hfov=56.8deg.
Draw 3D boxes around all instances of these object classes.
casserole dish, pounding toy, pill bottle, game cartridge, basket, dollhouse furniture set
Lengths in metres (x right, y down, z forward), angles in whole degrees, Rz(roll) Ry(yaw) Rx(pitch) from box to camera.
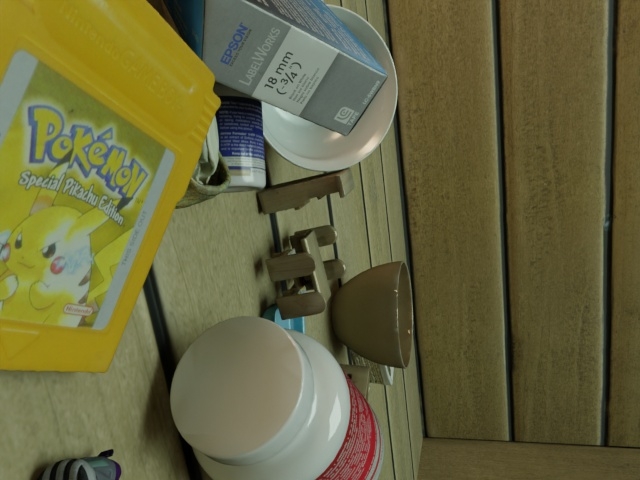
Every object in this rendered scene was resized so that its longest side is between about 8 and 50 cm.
[{"bbox_3d":[-0.073,0.174,1.151,0.188,0.037,0.114,-1,89,-73],"label":"casserole dish"},{"bbox_3d":[0.077,0.430,1.549,0.181,0.094,0.206,-70,162,-64],"label":"pounding toy"},{"bbox_3d":[-0.137,-0.165,0.842,0.112,0.112,0.187,-2,90,-74],"label":"pill bottle"},{"bbox_3d":[-0.210,-0.051,0.489,0.324,0.052,0.285,-67,160,-6],"label":"game cartridge"},{"bbox_3d":[-0.049,0.268,0.871,0.408,0.229,0.229,63,29,-56],"label":"pill bottle"},{"bbox_3d":[0.163,0.357,1.821,0.113,0.103,0.167,-76,157,-43],"label":"basket"},{"bbox_3d":[0.000,0.000,1.137,0.212,0.161,0.242,-49,125,-71],"label":"dollhouse furniture set"}]

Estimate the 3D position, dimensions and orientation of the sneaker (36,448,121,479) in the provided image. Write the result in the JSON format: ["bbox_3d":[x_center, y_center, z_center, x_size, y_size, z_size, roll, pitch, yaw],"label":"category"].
[{"bbox_3d":[-0.215,0.318,0.561,0.098,0.083,0.224,37,52,-76],"label":"sneaker"}]

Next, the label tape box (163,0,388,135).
[{"bbox_3d":[-0.107,-0.282,0.734,0.333,0.106,0.241,15,33,-39],"label":"label tape box"}]

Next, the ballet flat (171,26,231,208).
[{"bbox_3d":[-0.191,-0.173,0.656,0.349,0.123,0.123,70,24,-46],"label":"ballet flat"}]

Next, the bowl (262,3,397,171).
[{"bbox_3d":[-0.014,-0.282,1.124,0.134,0.297,0.298,-159,-121,-63],"label":"bowl"}]

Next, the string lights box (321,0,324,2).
[{"bbox_3d":[-0.030,-0.406,1.315,0.133,0.076,0.260,65,27,-49],"label":"string lights box"}]

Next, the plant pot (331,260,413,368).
[{"bbox_3d":[0.137,0.199,1.596,0.284,0.190,0.284,-2,90,-73],"label":"plant pot"}]
